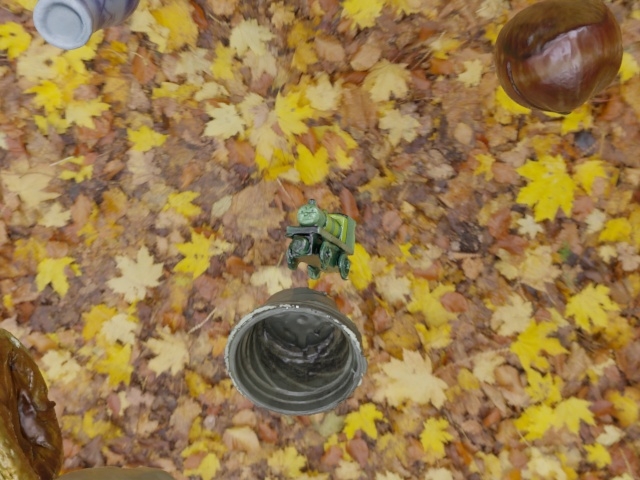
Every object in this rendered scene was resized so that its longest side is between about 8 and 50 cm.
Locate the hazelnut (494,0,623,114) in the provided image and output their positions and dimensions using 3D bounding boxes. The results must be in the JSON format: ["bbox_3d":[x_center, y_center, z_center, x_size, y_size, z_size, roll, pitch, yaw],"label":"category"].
[{"bbox_3d":[0.435,-0.338,1.353,0.230,0.229,0.229,-1,100,-4],"label":"hazelnut"}]

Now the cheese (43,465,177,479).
[{"bbox_3d":[-0.337,0.385,0.800,0.351,0.328,0.129,-40,64,-3],"label":"cheese"}]

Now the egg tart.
[{"bbox_3d":[-0.603,0.329,1.344,0.153,0.339,0.351,-27,103,-6],"label":"egg tart"}]

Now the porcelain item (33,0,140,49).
[{"bbox_3d":[-0.377,-0.401,1.186,0.141,0.259,0.141,4,128,5],"label":"porcelain item"}]

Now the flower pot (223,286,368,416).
[{"bbox_3d":[-0.038,0.169,1.235,0.236,0.140,0.235,2,121,3],"label":"flower pot"}]

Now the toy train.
[{"bbox_3d":[0.001,0.000,1.315,0.083,0.200,0.132,0,77,19],"label":"toy train"}]
